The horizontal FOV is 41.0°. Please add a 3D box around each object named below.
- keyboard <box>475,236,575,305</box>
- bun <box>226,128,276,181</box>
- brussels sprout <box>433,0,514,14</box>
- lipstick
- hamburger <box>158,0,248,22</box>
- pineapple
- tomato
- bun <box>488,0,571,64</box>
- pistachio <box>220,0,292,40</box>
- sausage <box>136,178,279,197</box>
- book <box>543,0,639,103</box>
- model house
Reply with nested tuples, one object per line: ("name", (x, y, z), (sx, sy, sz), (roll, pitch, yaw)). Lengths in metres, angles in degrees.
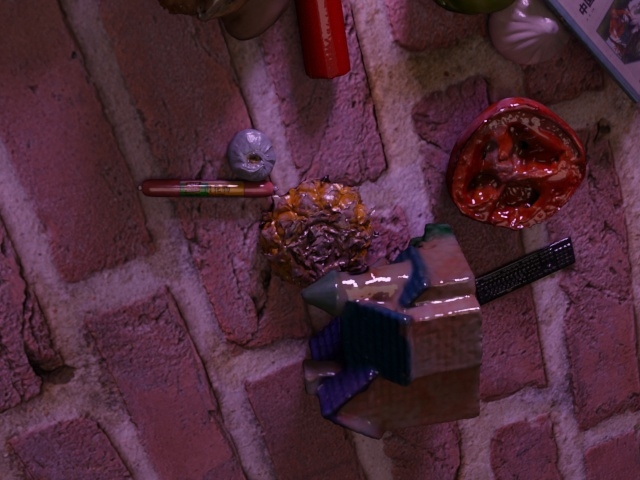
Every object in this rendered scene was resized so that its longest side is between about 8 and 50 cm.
("keyboard", (0.372, 0.056, 1.561), (0.198, 0.010, 0.064), (-24, 120, -3))
("bun", (-0.106, -0.130, 1.327), (0.083, 0.045, 0.083), (-7, 113, -16))
("brussels sprout", (0.232, -0.402, 1.249), (0.183, 0.131, 0.146), (-5, 94, -12))
("lipstick", (-0.008, -0.373, 1.227), (0.073, 0.073, 0.280), (-13, 117, -9))
("hamburger", (-0.118, -0.416, 1.075), (0.283, 0.260, 0.144), (-44, 145, 14))
("pineapple", (0.000, 0.000, 1.401), (0.224, 0.076, 0.225), (-6, 118, -12))
("tomato", (0.310, -0.133, 1.410), (0.227, 0.101, 0.228), (-3, 119, -5))
("bun", (0.337, -0.335, 1.325), (0.138, 0.094, 0.138), (-8, 117, -15))
("pistachio", (-0.089, -0.348, 1.190), (0.113, 0.113, 0.149), (36, 123, -26))
("sausage", (-0.174, -0.081, 1.340), (0.223, 0.029, 0.029), (-1, 114, -15))
("book", (0.459, -0.381, 1.330), (0.282, 0.025, 0.215), (36, 77, -28))
("model house", (0.102, 0.151, 1.403), (0.280, 0.245, 0.312), (-9, 126, -3))
